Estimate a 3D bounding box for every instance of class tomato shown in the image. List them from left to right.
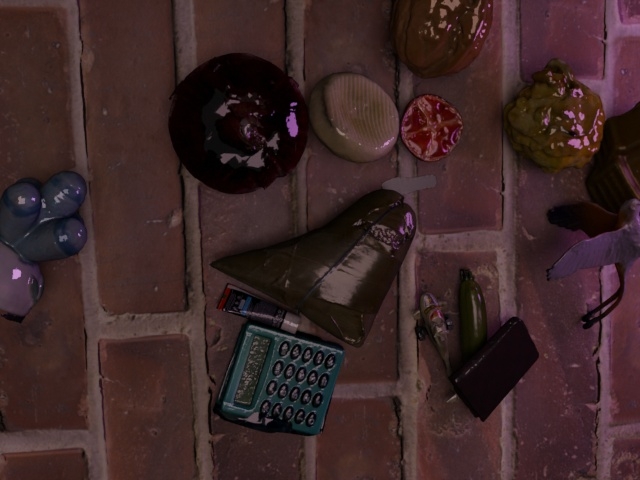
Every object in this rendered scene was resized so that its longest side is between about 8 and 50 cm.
[{"bbox_3d":[0.246,-0.256,1.892,0.155,0.069,0.156,-1,94,-14],"label":"tomato"}]

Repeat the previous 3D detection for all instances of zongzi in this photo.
[{"bbox_3d":[0.000,0.000,1.857,0.392,0.174,0.356,28,89,-3],"label":"zongzi"}]

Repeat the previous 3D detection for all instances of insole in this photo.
[{"bbox_3d":[0.211,-0.132,1.940,0.135,0.002,0.045,-10,100,-5],"label":"insole"}]

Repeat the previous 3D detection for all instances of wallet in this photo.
[{"bbox_3d":[0.421,0.304,1.960,0.229,0.049,0.182,-43,125,-10],"label":"wallet"}]

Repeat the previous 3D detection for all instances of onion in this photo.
[{"bbox_3d":[-0.177,-0.249,1.764,0.313,0.232,0.314,-1,99,-6],"label":"onion"}]

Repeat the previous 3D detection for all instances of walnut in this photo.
[{"bbox_3d":[0.266,-0.479,1.795,0.224,0.257,0.257,5,98,-39],"label":"walnut"}]

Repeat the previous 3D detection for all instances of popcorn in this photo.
[{"bbox_3d":[0.544,-0.276,1.864,0.233,0.192,0.266,-22,117,-9],"label":"popcorn"}]

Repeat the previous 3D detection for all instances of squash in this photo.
[{"bbox_3d":[0.367,0.194,1.969,0.066,0.066,0.252,-6,99,-6],"label":"squash"}]

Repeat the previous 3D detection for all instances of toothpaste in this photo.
[{"bbox_3d":[-0.140,0.161,1.909,0.193,0.045,0.071,20,63,-1],"label":"toothpaste"}]

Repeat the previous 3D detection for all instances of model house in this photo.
[{"bbox_3d":[0.742,-0.171,1.931,0.239,0.173,0.268,-30,86,34],"label":"model house"}]

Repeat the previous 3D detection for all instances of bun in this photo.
[{"bbox_3d":[0.066,-0.269,1.849,0.222,0.127,0.222,8,68,-21],"label":"bun"}]

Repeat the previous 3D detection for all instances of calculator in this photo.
[{"bbox_3d":[-0.090,0.334,1.940,0.274,0.058,0.248,17,96,-9],"label":"calculator"}]

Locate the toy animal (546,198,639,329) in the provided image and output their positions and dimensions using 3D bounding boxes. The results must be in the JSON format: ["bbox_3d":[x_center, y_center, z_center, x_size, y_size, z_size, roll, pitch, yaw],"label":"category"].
[{"bbox_3d":[0.690,0.054,1.889,0.302,0.225,0.284,-23,115,29],"label":"toy animal"}]

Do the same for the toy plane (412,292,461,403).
[{"bbox_3d":[0.290,0.252,1.956,0.092,0.108,0.286,-19,112,-5],"label":"toy plane"}]

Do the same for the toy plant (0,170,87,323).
[{"bbox_3d":[-0.626,-0.017,1.754,0.247,0.247,0.332,40,87,-10],"label":"toy plant"}]
